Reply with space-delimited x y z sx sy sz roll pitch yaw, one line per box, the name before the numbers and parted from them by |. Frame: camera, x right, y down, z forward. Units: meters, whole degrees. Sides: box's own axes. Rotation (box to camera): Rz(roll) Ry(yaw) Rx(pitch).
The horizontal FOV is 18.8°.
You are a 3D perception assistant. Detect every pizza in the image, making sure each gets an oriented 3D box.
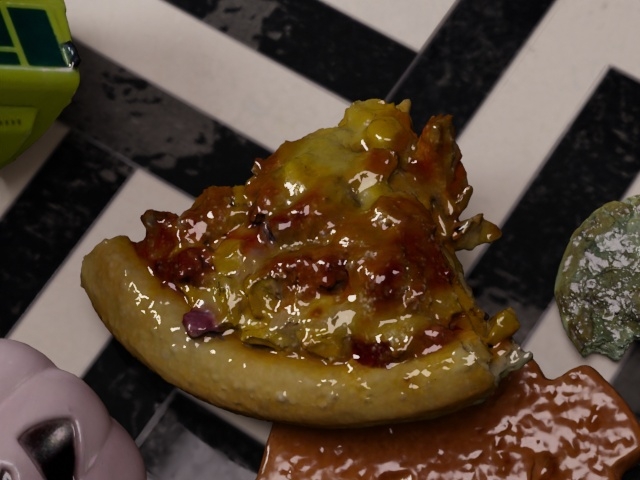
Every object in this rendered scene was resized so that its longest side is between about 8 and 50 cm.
pizza | 0.000 0.000 1.148 0.289 0.081 0.229 14 62 31

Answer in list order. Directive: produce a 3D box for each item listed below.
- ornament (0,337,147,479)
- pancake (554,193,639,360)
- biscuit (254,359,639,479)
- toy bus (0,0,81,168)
ornament | -0.179 0.137 1.086 0.177 0.177 0.177 -2 65 5
pancake | 0.209 0.022 1.178 0.129 0.022 0.116 5 64 9
biscuit | 0.046 0.172 1.113 0.306 0.043 0.284 -29 63 -7
toy bus | -0.279 -0.117 1.170 0.262 0.128 0.150 -1 61 -44
